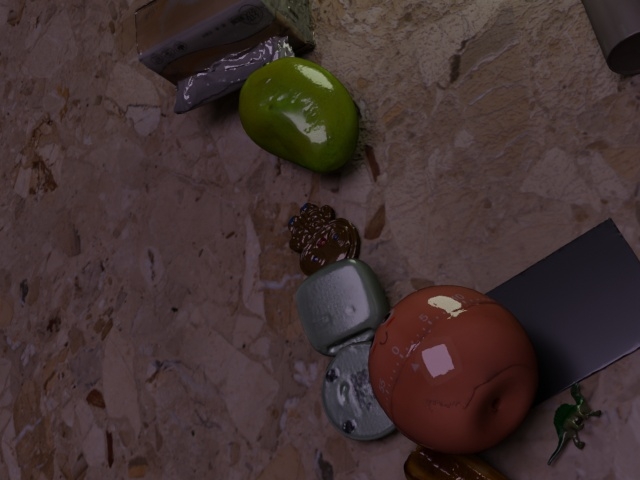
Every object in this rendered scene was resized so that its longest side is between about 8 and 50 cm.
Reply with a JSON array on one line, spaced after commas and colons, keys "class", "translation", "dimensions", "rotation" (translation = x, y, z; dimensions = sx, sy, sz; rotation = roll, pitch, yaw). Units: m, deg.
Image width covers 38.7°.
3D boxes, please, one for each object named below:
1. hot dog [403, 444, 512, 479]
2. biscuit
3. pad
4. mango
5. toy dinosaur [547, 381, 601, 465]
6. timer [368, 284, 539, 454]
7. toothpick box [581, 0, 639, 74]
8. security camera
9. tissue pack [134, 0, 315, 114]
[{"class": "hot dog", "translation": [0.224, 0.368, 1.279], "dimensions": [0.250, 0.076, 0.104], "rotation": [29, 67, 36]}, {"class": "biscuit", "translation": [0.000, 0.000, 1.635], "dimensions": [0.124, 0.026, 0.175], "rotation": [-48, 51, 6]}, {"class": "pad", "translation": [0.347, 0.120, 1.349], "dimensions": [0.300, 0.005, 0.202], "rotation": [-35, 54, 17]}, {"class": "mango", "translation": [-0.032, -0.236, 1.690], "dimensions": [0.273, 0.149, 0.185], "rotation": [28, 83, 32]}, {"class": "toy dinosaur", "translation": [0.347, 0.260, 1.276], "dimensions": [0.120, 0.029, 0.060], "rotation": [-61, 34, 3]}, {"class": "timer", "translation": [0.183, 0.180, 1.284], "dimensions": [0.229, 0.229, 0.215], "rotation": [-55, 41, 1]}, {"class": "toothpick box", "translation": [0.474, -0.363, 1.421], "dimensions": [0.111, 0.111, 0.181], "rotation": [-23, 58, 24]}, {"class": "security camera", "translation": [0.059, 0.178, 1.482], "dimensions": [0.157, 0.080, 0.301], "rotation": [-27, 65, 19]}, {"class": "tissue pack", "translation": [-0.189, -0.398, 1.834], "dimensions": [0.305, 0.238, 0.238], "rotation": [-20, 59, 25]}]
